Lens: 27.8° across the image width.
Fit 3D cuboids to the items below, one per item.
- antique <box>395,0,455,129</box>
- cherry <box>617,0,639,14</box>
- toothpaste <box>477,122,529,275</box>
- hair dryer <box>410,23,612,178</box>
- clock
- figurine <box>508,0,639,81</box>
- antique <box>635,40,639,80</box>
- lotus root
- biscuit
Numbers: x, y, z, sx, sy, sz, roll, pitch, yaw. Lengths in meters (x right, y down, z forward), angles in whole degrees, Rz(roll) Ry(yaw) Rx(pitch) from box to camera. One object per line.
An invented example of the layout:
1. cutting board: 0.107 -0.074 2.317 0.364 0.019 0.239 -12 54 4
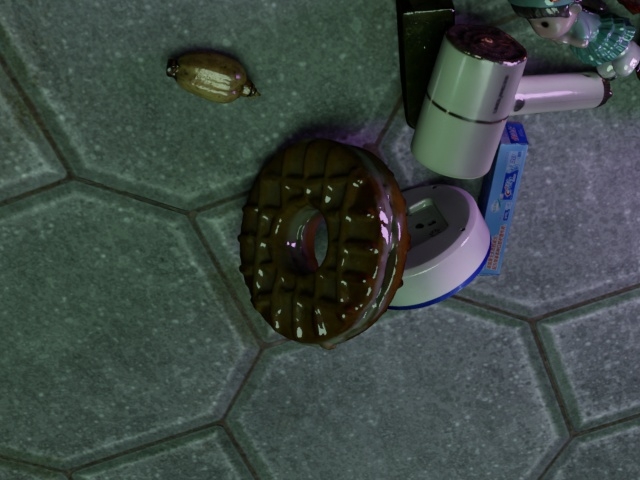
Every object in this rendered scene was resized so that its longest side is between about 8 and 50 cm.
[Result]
1. antique: 0.162 -0.272 1.976 0.081 0.080 0.221 -5 129 0
2. cherry: 0.475 -0.440 1.817 0.175 0.192 0.250 -6 120 -35
3. toothpaste: 0.295 -0.065 2.153 0.053 0.066 0.272 1 128 -7
4. hair dryer: 0.314 -0.218 1.964 0.361 0.128 0.203 -8 128 -33
5. clock: 0.157 0.007 2.094 0.230 0.230 0.083 -21 122 10
6. figurine: 0.384 -0.331 1.917 0.245 0.138 0.110 33 76 -28
7. antique: 0.626 -0.278 1.983 0.278 0.129 0.224 9 126 -10
8. lotus root: -0.161 -0.249 1.972 0.151 0.063 0.072 19 97 -11
9. biscuit: 0.000 0.000 2.033 0.103 0.332 0.332 4 133 -46
